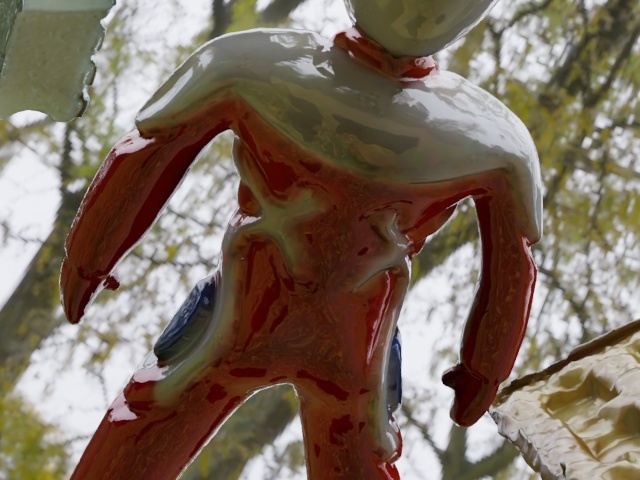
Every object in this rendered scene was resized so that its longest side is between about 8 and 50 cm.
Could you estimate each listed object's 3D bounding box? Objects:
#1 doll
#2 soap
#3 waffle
[{"bbox_3d":[0.000,0.000,0.511,0.188,0.099,0.384,15,-66,-13],"label":"doll"},{"bbox_3d":[-0.254,-0.235,1.107,0.094,0.261,0.150,-2,-41,-25],"label":"soap"},{"bbox_3d":[0.287,0.081,0.800,0.304,0.348,0.078,-109,173,-81],"label":"waffle"}]
